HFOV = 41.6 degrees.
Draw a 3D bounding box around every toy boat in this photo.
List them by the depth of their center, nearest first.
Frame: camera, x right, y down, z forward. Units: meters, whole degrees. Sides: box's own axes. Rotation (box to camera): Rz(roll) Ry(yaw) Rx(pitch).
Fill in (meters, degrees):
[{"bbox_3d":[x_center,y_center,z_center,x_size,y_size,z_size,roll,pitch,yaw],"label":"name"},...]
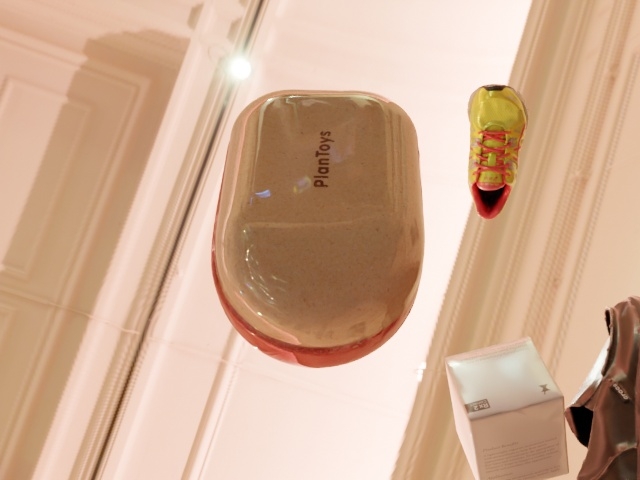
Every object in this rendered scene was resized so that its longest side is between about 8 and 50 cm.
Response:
[{"bbox_3d":[0.000,0.000,0.646,0.151,0.151,0.231,2,-132,2],"label":"toy boat"}]

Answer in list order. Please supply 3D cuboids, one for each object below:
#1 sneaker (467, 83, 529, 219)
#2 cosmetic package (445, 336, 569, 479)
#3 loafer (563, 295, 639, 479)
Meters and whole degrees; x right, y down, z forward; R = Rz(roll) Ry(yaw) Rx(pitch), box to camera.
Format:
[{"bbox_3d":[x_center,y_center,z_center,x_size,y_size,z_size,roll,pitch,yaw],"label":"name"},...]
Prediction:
[{"bbox_3d":[0.235,-0.114,1.131,0.081,0.208,0.094,3,-134,15],"label":"sneaker"},{"bbox_3d":[0.302,0.284,1.372,0.151,0.151,0.184,-14,-57,-1],"label":"cosmetic package"},{"bbox_3d":[0.232,0.126,0.671,0.078,0.220,0.080,-7,-57,24],"label":"loafer"}]
